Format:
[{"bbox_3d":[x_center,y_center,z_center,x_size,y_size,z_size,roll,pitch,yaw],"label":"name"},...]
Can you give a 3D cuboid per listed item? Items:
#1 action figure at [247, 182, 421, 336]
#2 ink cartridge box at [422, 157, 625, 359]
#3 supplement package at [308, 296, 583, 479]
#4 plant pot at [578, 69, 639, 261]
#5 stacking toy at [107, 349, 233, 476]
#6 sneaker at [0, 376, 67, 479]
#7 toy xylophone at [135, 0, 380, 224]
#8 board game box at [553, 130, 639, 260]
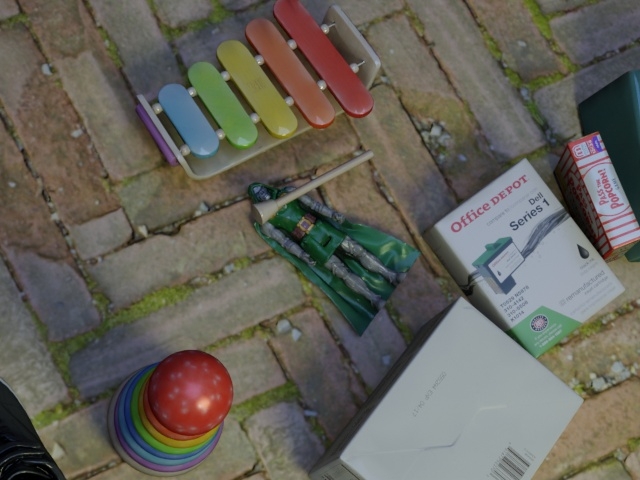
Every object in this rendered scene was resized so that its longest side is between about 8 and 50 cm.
[{"bbox_3d":[0.000,0.000,1.786,0.232,0.063,0.137,36,74,2],"label":"action figure"},{"bbox_3d":[0.262,0.026,1.810,0.160,0.092,0.219,-37,86,-10],"label":"ink cartridge box"},{"bbox_3d":[0.154,0.243,1.699,0.204,0.145,0.262,40,66,-1],"label":"supplement package"},{"bbox_3d":[0.467,-0.095,1.864,0.165,0.165,0.234,-2,79,-15],"label":"plant pot"},{"bbox_3d":[-0.158,0.183,1.556,0.141,0.330,0.141,3,75,-12],"label":"stacking toy"},{"bbox_3d":[-0.372,0.232,1.592,0.104,0.147,0.296,-36,85,-17],"label":"sneaker"},{"bbox_3d":[-0.061,-0.167,1.779,0.322,0.081,0.236,-36,71,-21],"label":"toy xylophone"},{"bbox_3d":[0.360,-0.050,1.807,0.045,0.193,0.147,-21,80,0],"label":"board game box"}]
